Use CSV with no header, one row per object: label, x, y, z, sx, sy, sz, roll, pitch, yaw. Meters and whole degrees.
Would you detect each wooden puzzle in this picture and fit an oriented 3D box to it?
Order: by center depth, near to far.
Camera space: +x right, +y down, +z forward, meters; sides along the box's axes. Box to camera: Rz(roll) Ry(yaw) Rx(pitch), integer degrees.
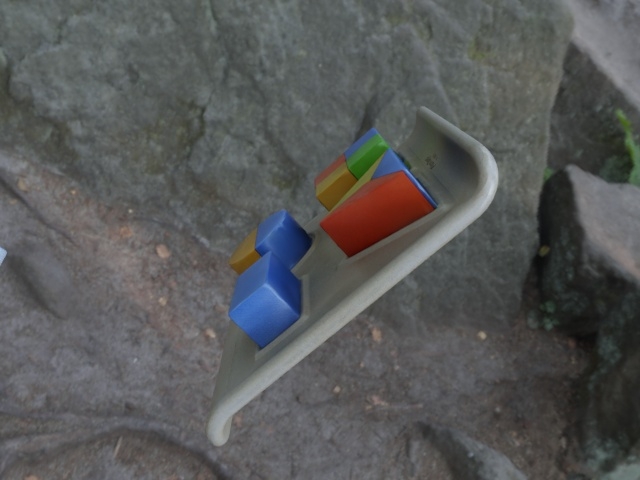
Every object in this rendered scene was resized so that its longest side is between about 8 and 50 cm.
wooden puzzle,0.000,0.000,0.711,0.080,0.348,0.322,43,11,-14

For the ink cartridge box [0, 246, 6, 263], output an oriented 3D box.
ink cartridge box,-0.491,0.138,0.778,0.065,0.186,0.311,46,41,-39
